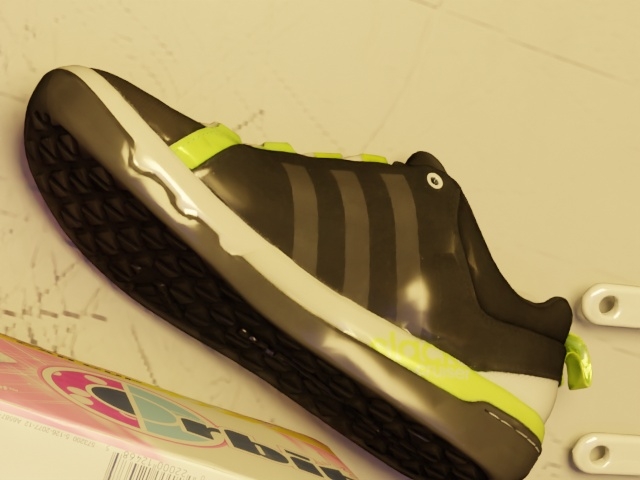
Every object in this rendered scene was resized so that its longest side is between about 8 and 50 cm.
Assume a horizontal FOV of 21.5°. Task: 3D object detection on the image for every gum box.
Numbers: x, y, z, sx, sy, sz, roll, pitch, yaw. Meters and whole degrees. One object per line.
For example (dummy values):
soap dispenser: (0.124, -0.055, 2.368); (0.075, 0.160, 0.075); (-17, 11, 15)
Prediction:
gum box: (-0.069, 0.087, 0.585); (0.188, 0.107, 0.062); (20, 94, -16)

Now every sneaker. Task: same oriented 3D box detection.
sneaker: (0.000, 0.000, 0.616); (0.235, 0.084, 0.097); (38, 65, -17)

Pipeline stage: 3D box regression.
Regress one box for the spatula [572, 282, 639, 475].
spatula: (0.207, 0.089, 0.700); (0.242, 0.019, 0.168); (6, 103, -13)
